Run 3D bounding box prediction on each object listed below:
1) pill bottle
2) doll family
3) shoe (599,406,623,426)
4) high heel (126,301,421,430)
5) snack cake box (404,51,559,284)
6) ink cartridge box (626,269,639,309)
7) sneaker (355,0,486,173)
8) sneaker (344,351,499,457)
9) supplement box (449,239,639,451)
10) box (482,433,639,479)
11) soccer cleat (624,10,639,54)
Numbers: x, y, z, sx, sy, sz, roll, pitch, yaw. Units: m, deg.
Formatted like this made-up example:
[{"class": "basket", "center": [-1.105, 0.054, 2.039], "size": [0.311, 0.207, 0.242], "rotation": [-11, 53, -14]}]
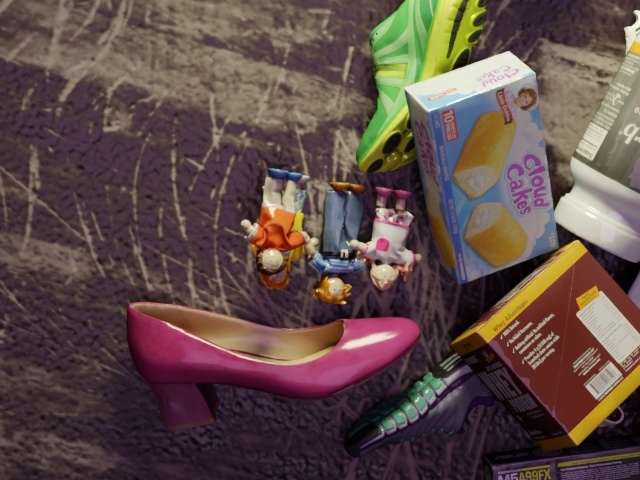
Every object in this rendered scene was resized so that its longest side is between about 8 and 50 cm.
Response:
[{"class": "pill bottle", "center": [0.428, -0.122, 1.810], "size": [0.162, 0.162, 0.278], "rotation": [25, 100, -8]}, {"class": "doll family", "center": [0.000, 0.000, 1.829], "size": [0.263, 0.118, 0.163], "rotation": [8, 90, -25]}, {"class": "shoe", "center": [0.331, 0.186, 1.896], "size": [0.219, 0.058, 0.076], "rotation": [36, 93, -9]}, {"class": "high heel", "center": [-0.064, 0.122, 1.810], "size": [0.377, 0.127, 0.181], "rotation": [-18, 109, 0]}, {"class": "snack cake box", "center": [0.212, -0.092, 1.781], "size": [0.152, 0.089, 0.264], "rotation": [-20, 121, -10]}, {"class": "ink cartridge box", "center": [0.510, 0.039, 1.870], "size": [0.127, 0.072, 0.175], "rotation": [29, 94, 13]}, {"class": "sneaker", "center": [0.120, -0.224, 1.811], "size": [0.109, 0.123, 0.296], "rotation": [4, 116, -47]}, {"class": "sneaker", "center": [0.144, 0.249, 1.877], "size": [0.223, 0.083, 0.098], "rotation": [-34, 104, -1]}, {"class": "supplement box", "center": [0.316, 0.141, 1.809], "size": [0.191, 0.129, 0.194], "rotation": [-41, 88, -15]}, {"class": "box", "center": [0.373, 0.393, 1.927], "size": [0.270, 0.060, 0.216], "rotation": [-7, 97, -5]}, {"class": "soccer cleat", "center": [0.425, -0.273, 1.864], "size": [0.035, 0.029, 0.083], "rotation": [24, 91, 1]}]
